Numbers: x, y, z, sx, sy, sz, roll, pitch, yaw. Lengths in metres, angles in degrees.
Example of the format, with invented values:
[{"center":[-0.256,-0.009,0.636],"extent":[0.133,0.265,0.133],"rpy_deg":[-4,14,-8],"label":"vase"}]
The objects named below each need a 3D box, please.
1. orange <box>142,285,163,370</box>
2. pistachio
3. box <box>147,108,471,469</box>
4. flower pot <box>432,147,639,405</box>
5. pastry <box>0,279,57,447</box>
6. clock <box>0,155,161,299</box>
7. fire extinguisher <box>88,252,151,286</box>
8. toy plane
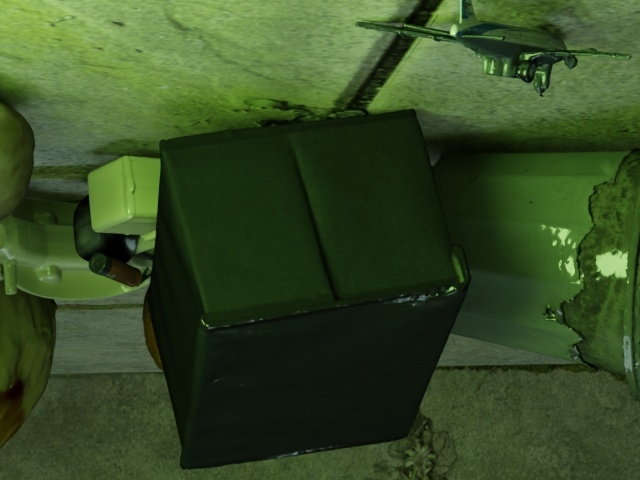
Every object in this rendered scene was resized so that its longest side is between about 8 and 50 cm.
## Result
[{"center":[-0.106,0.085,2.342],"extent":[0.237,0.179,0.158],"rpy_deg":[-6,157,-28],"label":"orange"},{"center":[-0.307,-0.074,1.596],"extent":[0.126,0.108,0.185],"rpy_deg":[-21,167,-21],"label":"pistachio"},{"center":[-0.026,0.053,1.776],"extent":[0.251,0.204,0.345],"rpy_deg":[-8,152,-13],"label":"box"},{"center":[0.239,0.019,1.861],"extent":[0.259,0.290,0.290],"rpy_deg":[5,173,20],"label":"flower pot"},{"center":[-0.507,0.138,2.191],"extent":[0.389,0.312,0.388],"rpy_deg":[-6,173,-1],"label":"pastry"},{"center":[-0.220,-0.011,1.990],"extent":[0.276,0.120,0.379],"rpy_deg":[5,162,-41],"label":"clock"},{"center":[-0.203,0.031,1.886],"extent":[0.028,0.022,0.083],"rpy_deg":[-45,147,13],"label":"fire extinguisher"},{"center":[0.145,-0.151,1.412],"extent":[0.226,0.058,0.226],"rpy_deg":[11,177,28],"label":"toy plane"}]
